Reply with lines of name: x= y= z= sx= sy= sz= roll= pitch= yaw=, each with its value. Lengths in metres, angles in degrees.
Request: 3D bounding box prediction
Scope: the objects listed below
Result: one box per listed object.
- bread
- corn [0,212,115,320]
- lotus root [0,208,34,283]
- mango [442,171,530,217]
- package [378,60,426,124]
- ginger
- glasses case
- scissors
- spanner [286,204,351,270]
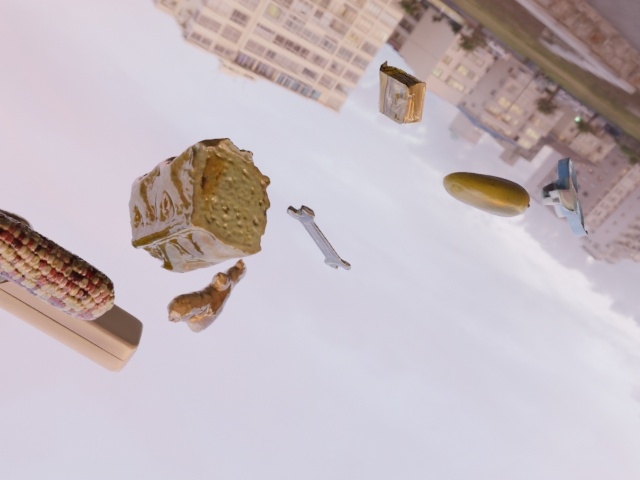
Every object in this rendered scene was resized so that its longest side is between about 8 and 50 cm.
bread: x=-0.234 y=-0.057 z=1.169 sx=0.196 sy=0.252 sz=0.239 roll=2 pitch=-95 yaw=-48
corn: x=-0.415 y=0.034 z=0.888 sx=0.253 sy=0.086 sz=0.086 roll=43 pitch=-164 yaw=-36
lotus root: x=-0.622 y=0.007 z=1.040 sx=0.260 sy=0.145 sz=0.128 roll=2 pitch=177 yaw=-34
mango: x=0.366 y=-0.100 z=1.331 sx=0.191 sy=0.086 sz=0.122 roll=9 pitch=-160 yaw=-12
package: x=0.122 y=-0.248 z=1.011 sx=0.047 sy=0.071 sz=0.131 roll=-13 pitch=-143 yaw=-20
ginger: x=-0.267 y=0.135 z=1.504 sx=0.081 sy=0.148 sz=0.334 roll=12 pitch=-149 yaw=23
glasses case: x=-0.525 y=0.134 z=1.233 sx=0.336 sy=0.076 sz=0.144 roll=37 pitch=-173 yaw=-16
scissors: x=0.351 y=-0.061 z=0.873 sx=0.256 sy=0.030 sz=0.125 roll=-8 pitch=-94 yaw=-60
spanner: x=0.000 y=0.000 z=1.317 sx=0.071 sy=0.017 sz=0.302 roll=11 pitch=158 yaw=26
